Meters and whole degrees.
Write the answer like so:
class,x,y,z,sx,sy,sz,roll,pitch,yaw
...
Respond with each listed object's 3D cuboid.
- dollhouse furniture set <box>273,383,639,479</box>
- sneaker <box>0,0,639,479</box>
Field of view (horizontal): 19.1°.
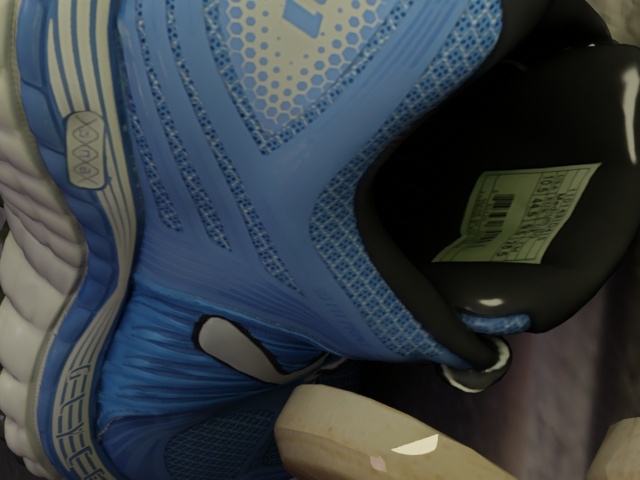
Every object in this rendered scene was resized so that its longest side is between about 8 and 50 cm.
class,x,y,z,sx,sy,sz,roll,pitch,yaw
dollhouse furniture set,-0.082,0.193,0.395,0.362,0.256,0.394,-62,21,-14
sneaker,0.000,0.000,0.473,0.330,0.147,0.129,89,-160,-67
